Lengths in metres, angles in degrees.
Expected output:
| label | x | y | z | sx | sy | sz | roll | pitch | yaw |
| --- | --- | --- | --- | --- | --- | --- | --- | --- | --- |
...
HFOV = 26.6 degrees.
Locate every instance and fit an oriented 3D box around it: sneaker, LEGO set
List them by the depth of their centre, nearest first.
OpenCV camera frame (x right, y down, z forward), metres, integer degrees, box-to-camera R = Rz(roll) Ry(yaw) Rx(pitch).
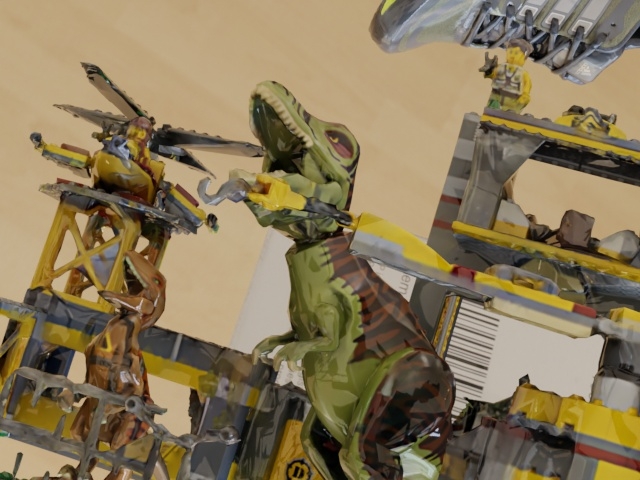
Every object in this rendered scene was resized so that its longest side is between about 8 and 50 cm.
| label | x | y | z | sx | sy | sz | roll | pitch | yaw |
| --- | --- | --- | --- | --- | --- | --- | --- | --- | --- |
| LEGO set | 0.000 | 0.000 | 0.433 | 0.331 | 0.255 | 0.192 | 14 | 83 | 22 |
| sneaker | 0.183 | -0.186 | 1.096 | 0.300 | 0.111 | 0.121 | -13 | 71 | -19 |

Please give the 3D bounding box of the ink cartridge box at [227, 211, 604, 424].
| label | x | y | z | sx | sy | sz | roll | pitch | yaw |
| --- | --- | --- | --- | --- | --- | --- | --- | --- | --- |
| ink cartridge box | 0.113 | 0.183 | 0.790 | 0.395 | 0.166 | 0.285 | 19 | 63 | -1 |
